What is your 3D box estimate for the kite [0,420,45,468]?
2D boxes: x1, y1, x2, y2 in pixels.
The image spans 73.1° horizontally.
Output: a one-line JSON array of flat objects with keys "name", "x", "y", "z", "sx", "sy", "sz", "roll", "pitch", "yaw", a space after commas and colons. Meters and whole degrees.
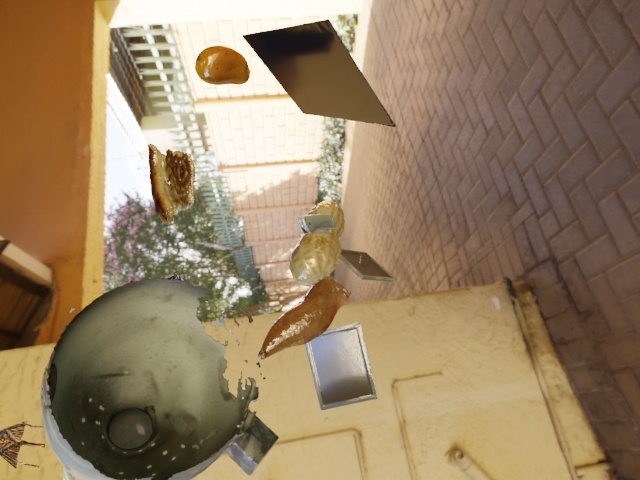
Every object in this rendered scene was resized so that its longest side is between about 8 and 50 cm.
[{"name": "kite", "x": -0.899, "y": 0.595, "z": 1.276, "sx": 0.010, "sy": 0.160, "sz": 0.183, "roll": -55, "pitch": 34, "yaw": 7}]

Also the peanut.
[{"name": "peanut", "x": 0.000, "y": 0.000, "z": 1.179, "sx": 0.130, "sy": 0.130, "sz": 0.290, "roll": 91, "pitch": -169, "yaw": -49}]

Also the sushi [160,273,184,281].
[{"name": "sushi", "x": -0.407, "y": 0.156, "z": 1.196, "sx": 0.098, "sy": 0.084, "sz": 0.094, "roll": 86, "pitch": 164, "yaw": -60}]

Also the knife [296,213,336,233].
[{"name": "knife", "x": -0.005, "y": -0.032, "z": 0.879, "sx": 0.162, "sy": 0.023, "sz": 0.044, "roll": -11, "pitch": -97, "yaw": -68}]

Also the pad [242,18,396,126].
[{"name": "pad", "x": -0.013, "y": -0.286, "z": 0.754, "sx": 0.202, "sy": 0.005, "sz": 0.300, "roll": 45, "pitch": 170, "yaw": -36}]

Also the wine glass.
[{"name": "wine glass", "x": -0.200, "y": 0.189, "z": 0.482, "sx": 0.357, "sy": 0.190, "sz": 0.190, "roll": -50, "pitch": 42, "yaw": 45}]

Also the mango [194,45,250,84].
[{"name": "mango", "x": -0.262, "y": -0.471, "z": 1.160, "sx": 0.084, "sy": 0.159, "sz": 0.105, "roll": 43, "pitch": 126, "yaw": 20}]

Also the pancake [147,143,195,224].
[{"name": "pancake", "x": -0.440, "y": -0.159, "z": 1.237, "sx": 0.257, "sy": 0.056, "sz": 0.212, "roll": 25, "pitch": 104, "yaw": 42}]

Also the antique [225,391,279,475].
[{"name": "antique", "x": -0.203, "y": 0.463, "z": 1.050, "sx": 0.183, "sy": 0.086, "sz": 0.088, "roll": 38, "pitch": 133, "yaw": 13}]

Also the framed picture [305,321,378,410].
[{"name": "framed picture", "x": 0.065, "y": 0.413, "z": 1.416, "sx": 0.014, "sy": 0.197, "sz": 0.252, "roll": 37, "pitch": -140, "yaw": -82}]

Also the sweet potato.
[{"name": "sweet potato", "x": -0.052, "y": 0.249, "z": 1.301, "sx": 0.131, "sy": 0.336, "sz": 0.131, "roll": 33, "pitch": 148, "yaw": 24}]

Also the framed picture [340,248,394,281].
[{"name": "framed picture", "x": 0.142, "y": 0.080, "z": 1.404, "sx": 0.150, "sy": 0.203, "sz": 0.015, "roll": 45, "pitch": 111, "yaw": 32}]
